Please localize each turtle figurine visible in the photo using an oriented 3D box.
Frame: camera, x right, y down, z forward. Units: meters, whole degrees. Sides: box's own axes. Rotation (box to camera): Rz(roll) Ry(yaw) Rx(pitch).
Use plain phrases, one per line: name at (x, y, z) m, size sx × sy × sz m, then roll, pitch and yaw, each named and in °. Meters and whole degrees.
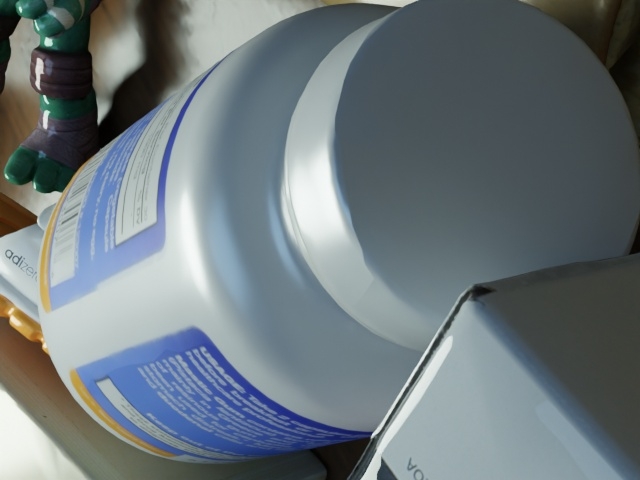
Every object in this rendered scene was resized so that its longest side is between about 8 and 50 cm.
turtle figurine at (-0.142, -0.147, 0.879) m, size 0.175 × 0.118 × 0.234 m, roll 48°, pitch 140°, yaw 37°

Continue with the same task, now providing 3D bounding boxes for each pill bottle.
pill bottle at (0.000, 0.000, 0.683) m, size 0.272 × 0.152 × 0.152 m, roll -23°, pitch 80°, yaw 63°

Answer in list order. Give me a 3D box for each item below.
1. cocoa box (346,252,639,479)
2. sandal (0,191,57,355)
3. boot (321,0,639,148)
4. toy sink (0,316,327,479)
cocoa box at (0.166, 0.194, 0.542) m, size 0.347 × 0.231 × 0.228 m, roll 49°, pitch 128°, yaw 28°
sandal at (-0.120, -0.006, 0.845) m, size 0.265 × 0.102 × 0.076 m, roll 31°, pitch 108°, yaw 11°
boot at (0.042, -0.179, 0.716) m, size 0.269 × 0.089 × 0.236 m, roll 34°, pitch 132°, yaw 38°
toy sink at (-0.133, 0.106, 0.902) m, size 0.234 × 0.131 × 0.153 m, roll 40°, pitch 123°, yaw 28°
